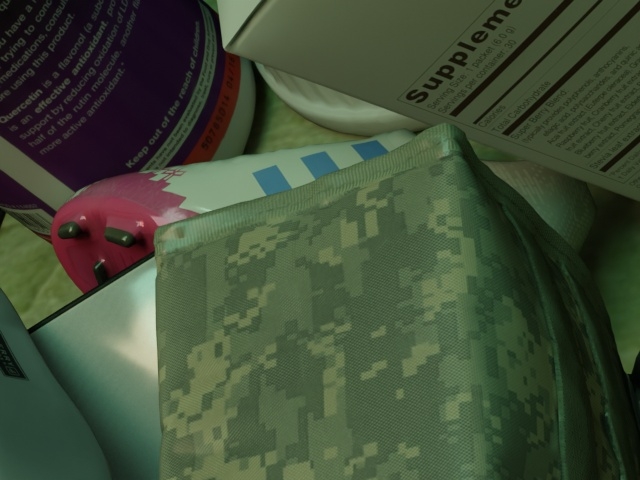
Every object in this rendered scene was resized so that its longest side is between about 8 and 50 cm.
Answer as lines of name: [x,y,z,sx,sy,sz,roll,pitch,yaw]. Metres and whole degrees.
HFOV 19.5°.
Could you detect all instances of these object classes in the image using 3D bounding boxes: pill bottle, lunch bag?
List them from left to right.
pill bottle: [-0.192,-0.133,1.086,0.181,0.323,0.181,-19,52,27]
lunch bag: [0.069,0.134,0.743,0.169,0.287,0.235,-18,55,24]

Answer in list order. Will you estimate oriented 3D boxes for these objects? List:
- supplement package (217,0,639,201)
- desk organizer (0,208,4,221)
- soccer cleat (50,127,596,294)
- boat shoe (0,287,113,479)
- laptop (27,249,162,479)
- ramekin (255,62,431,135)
supplement package: [0.110,-0.157,0.865,0.175,0.293,0.177,-46,40,37]
desk organizer: [-0.237,-0.054,1.266,0.050,0.047,0.130,-1,62,40]
soccer cleat: [0.000,0.000,1.018,0.331,0.116,0.143,6,41,40]
boat shoe: [-0.171,0.096,0.909,0.076,0.080,0.228,-56,45,19]
laptop: [-0.165,0.254,0.862,0.382,0.236,0.408,-31,76,17]
ramekin: [0.042,-0.207,1.095,0.273,0.127,0.273,-19,53,27]
